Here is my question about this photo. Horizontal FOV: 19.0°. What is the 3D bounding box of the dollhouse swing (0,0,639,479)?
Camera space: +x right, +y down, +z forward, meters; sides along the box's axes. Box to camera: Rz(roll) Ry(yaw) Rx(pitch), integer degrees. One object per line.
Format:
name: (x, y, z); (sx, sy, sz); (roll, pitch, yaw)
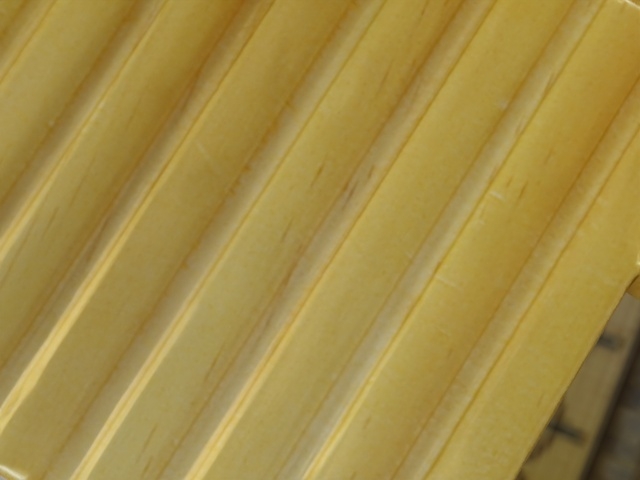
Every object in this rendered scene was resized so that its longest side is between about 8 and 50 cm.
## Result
dollhouse swing: (-0.009, -0.069, 0.659); (0.347, 0.305, 0.315); (32, 156, 6)
